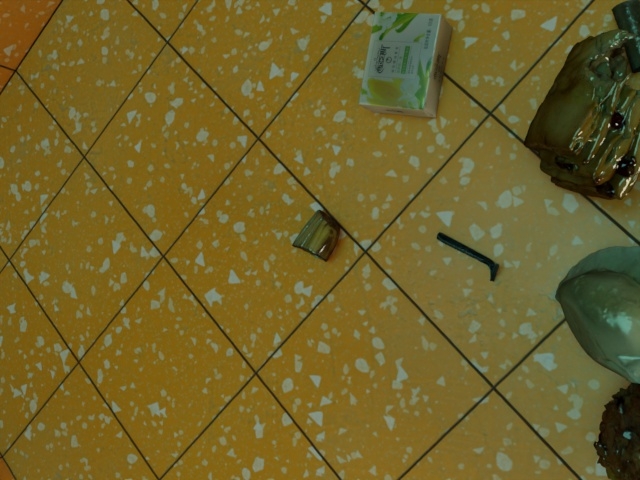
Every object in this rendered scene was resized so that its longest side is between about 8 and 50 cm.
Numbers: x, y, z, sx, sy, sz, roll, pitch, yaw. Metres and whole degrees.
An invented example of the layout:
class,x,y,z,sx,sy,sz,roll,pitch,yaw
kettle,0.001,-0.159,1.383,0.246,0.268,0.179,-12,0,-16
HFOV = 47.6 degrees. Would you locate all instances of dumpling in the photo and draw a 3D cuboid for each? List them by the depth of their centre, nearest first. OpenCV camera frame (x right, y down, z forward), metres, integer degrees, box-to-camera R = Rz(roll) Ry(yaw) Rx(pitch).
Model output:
class,x,y,z,sx,sy,sz,roll,pitch,yaw
dumpling,0.659,0.166,1.605,0.321,0.212,0.270,54,138,21

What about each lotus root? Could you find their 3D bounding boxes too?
class,x,y,z,sx,sy,sz,roll,pitch,yaw
lotus root,0.000,-0.004,2.049,0.135,0.095,0.159,-57,26,6

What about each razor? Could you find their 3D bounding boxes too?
class,x,y,z,sx,sy,sz,roll,pitch,yaw
razor,0.383,0.032,1.884,0.190,0.033,0.066,34,143,28

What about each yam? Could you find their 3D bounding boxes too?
class,x,y,z,sx,sy,sz,roll,pitch,yaw
yam,0.748,-0.484,1.715,0.068,0.068,0.169,-19,79,24

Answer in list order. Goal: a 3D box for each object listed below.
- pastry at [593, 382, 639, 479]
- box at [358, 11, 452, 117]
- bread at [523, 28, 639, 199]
class,x,y,z,sx,sy,sz,roll,pitch,yaw
pastry,0.767,0.434,1.511,0.337,0.292,0.405,33,108,8
box,0.228,-0.471,1.952,0.194,0.111,0.260,10,93,27
bread,0.607,-0.292,1.635,0.191,0.314,0.370,13,97,-12
